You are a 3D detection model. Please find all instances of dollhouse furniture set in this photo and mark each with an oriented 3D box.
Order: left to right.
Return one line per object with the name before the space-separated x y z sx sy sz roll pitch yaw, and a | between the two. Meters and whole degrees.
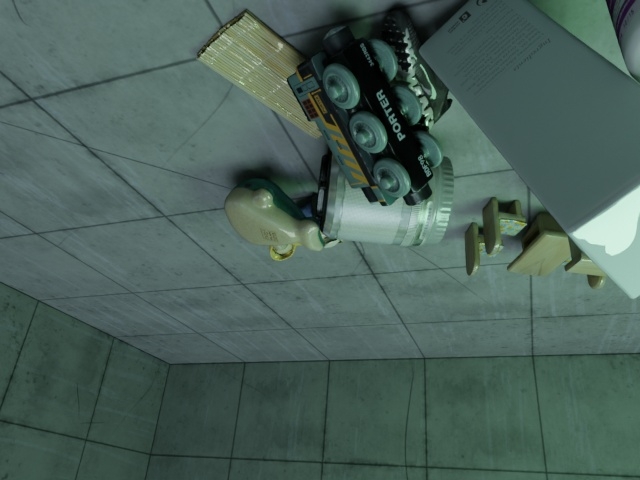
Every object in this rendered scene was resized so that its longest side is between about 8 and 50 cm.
dollhouse furniture set | 0.599 0.027 1.288 0.362 0.256 0.394 7 152 -3

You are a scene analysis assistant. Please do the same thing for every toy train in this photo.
toy train | 0.079 -0.206 0.932 0.190 0.142 0.334 1 127 57

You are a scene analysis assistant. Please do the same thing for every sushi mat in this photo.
sushi mat | -0.071 -0.308 1.025 0.316 0.019 0.151 28 145 -36

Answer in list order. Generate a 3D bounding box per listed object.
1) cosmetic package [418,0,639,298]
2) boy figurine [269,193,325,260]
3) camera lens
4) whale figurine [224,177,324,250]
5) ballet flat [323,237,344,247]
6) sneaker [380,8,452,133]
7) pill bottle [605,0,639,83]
cosmetic package | 0.338 -0.164 0.749 0.161 0.453 0.230 -41 131 22
boy figurine | -0.067 -0.032 1.464 0.177 0.092 0.285 20 145 -31
camera lens | 0.132 -0.102 1.161 0.274 0.219 0.219 6 152 -2
whale figurine | -0.103 -0.065 1.303 0.272 0.141 0.216 17 145 25
ballet flat | 0.000 0.000 1.548 0.168 0.052 0.057 -16 145 35
sneaker | 0.178 -0.307 0.931 0.078 0.106 0.234 34 158 50
pill bottle | 0.413 -0.333 0.600 0.169 0.301 0.169 3 151 2
